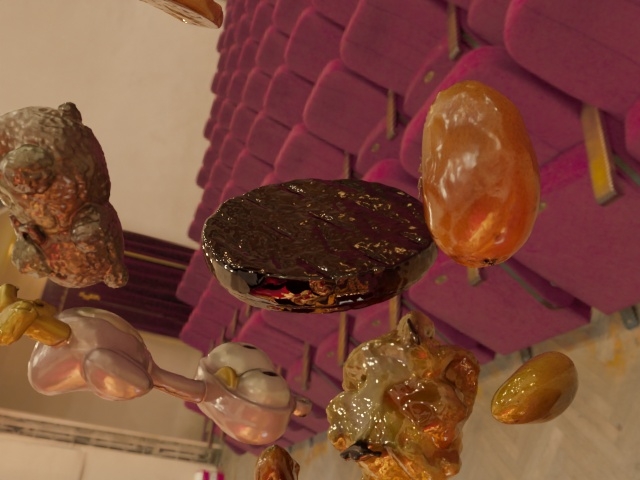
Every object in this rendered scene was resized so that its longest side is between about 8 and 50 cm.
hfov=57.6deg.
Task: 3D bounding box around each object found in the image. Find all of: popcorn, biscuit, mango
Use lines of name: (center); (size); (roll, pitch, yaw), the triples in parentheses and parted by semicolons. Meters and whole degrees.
popcorn: (0.164, 0.312, 1.081); (0.316, 0.281, 0.297); (-42, 43, 7)
biscuit: (0.000, 0.000, 1.015); (0.407, 0.408, 0.091); (-108, 14, -63)
biscuit: (-0.258, -0.370, 0.842); (0.205, 0.309, 0.040); (26, 104, 37)
mango: (0.300, 0.211, 0.814); (0.076, 0.161, 0.103); (43, 132, 39)
mango: (0.125, -0.057, 0.481); (0.105, 0.084, 0.159); (-20, 84, 66)
mango: (-0.068, 0.356, 0.884); (0.077, 0.063, 0.127); (-73, -20, -44)

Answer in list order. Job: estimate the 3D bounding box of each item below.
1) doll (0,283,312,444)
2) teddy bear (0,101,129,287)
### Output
doll: (-0.155, 0.141, 0.612); (0.160, 0.365, 0.094); (13, 81, 56)
teddy bear: (-0.357, -0.048, 0.781); (0.151, 0.236, 0.267); (-38, -32, -42)
